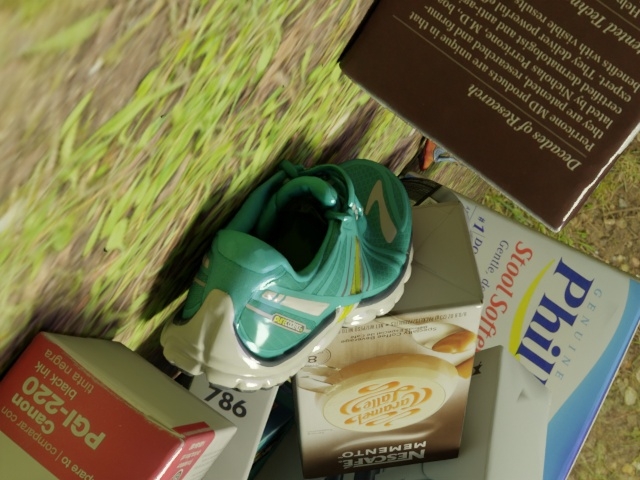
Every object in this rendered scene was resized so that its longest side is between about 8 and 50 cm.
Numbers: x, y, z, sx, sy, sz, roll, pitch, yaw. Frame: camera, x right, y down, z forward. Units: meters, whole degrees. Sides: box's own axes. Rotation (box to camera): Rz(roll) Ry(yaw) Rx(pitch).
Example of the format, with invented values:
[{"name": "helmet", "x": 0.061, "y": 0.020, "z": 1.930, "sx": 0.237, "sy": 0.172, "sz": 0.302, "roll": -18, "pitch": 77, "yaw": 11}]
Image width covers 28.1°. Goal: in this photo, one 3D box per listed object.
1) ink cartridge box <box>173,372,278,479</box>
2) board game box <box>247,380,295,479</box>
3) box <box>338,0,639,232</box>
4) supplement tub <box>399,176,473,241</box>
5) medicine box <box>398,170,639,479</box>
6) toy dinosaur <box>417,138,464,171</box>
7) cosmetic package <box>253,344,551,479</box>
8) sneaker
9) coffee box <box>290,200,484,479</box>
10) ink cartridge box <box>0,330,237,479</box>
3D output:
[{"name": "ink cartridge box", "x": -0.111, "y": 0.193, "z": 0.819, "sx": 0.165, "sy": 0.065, "sz": 0.333, "roll": -45, "pitch": -160, "yaw": 52}, {"name": "board game box", "x": -0.158, "y": 0.266, "z": 1.110, "sx": 0.336, "sy": 0.079, "sz": 0.254, "roll": -54, "pitch": 173, "yaw": 8}, {"name": "box", "x": 0.151, "y": -0.149, "z": 0.775, "sx": 0.203, "sy": 0.167, "sz": 0.168, "roll": -57, "pitch": 171, "yaw": 26}, {"name": "supplement tub", "x": 0.063, "y": 0.018, "z": 1.179, "sx": 0.117, "sy": 0.117, "sz": 0.190, "roll": -57, "pitch": 171, "yaw": 27}, {"name": "medicine box", "x": 0.166, "y": 0.108, "z": 1.386, "sx": 0.263, "sy": 0.289, "sz": 0.149, "roll": -64, "pitch": 173, "yaw": -4}, {"name": "toy dinosaur", "x": 0.114, "y": -0.101, "z": 1.325, "sx": 0.090, "sy": 0.047, "sz": 0.082, "roll": 1, "pitch": 144, "yaw": -39}, {"name": "cosmetic package", "x": 0.023, "y": 0.278, "z": 1.191, "sx": 0.377, "sy": 0.097, "sz": 0.284, "roll": -22, "pitch": -142, "yaw": 36}, {"name": "sneaker", "x": 0.000, "y": 0.000, "z": 0.819, "sx": 0.275, "sy": 0.107, "sz": 0.110, "roll": -44, "pitch": 155, "yaw": -60}, {"name": "coffee box", "x": 0.045, "y": 0.086, "z": 1.014, "sx": 0.246, "sy": 0.141, "sz": 0.098, "roll": 87, "pitch": -5, "yaw": -55}, {"name": "ink cartridge box", "x": -0.150, "y": 0.158, "z": 0.637, "sx": 0.218, "sy": 0.092, "sz": 0.158, "roll": -55, "pitch": 172, "yaw": -2}]
